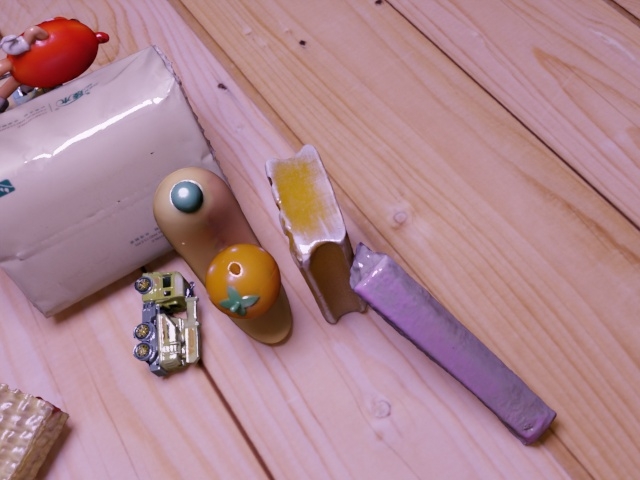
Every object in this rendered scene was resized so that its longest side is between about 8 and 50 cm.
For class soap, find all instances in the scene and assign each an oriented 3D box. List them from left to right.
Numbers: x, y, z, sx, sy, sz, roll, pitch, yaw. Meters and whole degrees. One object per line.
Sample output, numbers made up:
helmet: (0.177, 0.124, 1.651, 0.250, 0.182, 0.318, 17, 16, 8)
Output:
soap: (0.000, 0.000, 0.941, 0.089, 0.274, 0.173, -19, 63, 2)

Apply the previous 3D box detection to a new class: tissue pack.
tissue pack: (-0.358, -0.099, 1.001, 0.380, 0.297, 0.207, -30, 46, -8)

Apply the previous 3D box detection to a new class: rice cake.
rice cake: (0.187, 0.154, 0.863, 0.399, 0.064, 0.070, 42, 82, -14)

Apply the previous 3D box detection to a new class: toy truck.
toy truck: (-0.242, 0.132, 1.008, 0.100, 0.077, 0.168, -9, 61, 3)

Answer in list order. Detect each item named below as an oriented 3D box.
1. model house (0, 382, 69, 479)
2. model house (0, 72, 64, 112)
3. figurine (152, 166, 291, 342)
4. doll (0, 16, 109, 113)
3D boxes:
model house: (-0.504, 0.295, 0.904, 0.254, 0.160, 0.196, 21, 67, 12)
model house: (-0.520, -0.180, 1.137, 0.178, 0.271, 0.206, -25, 100, -10)
figurine: (-0.132, 0.033, 0.926, 0.124, 0.324, 0.222, -34, 26, -10)
doll: (-0.424, -0.272, 0.928, 0.217, 0.183, 0.085, -34, 93, -7)
